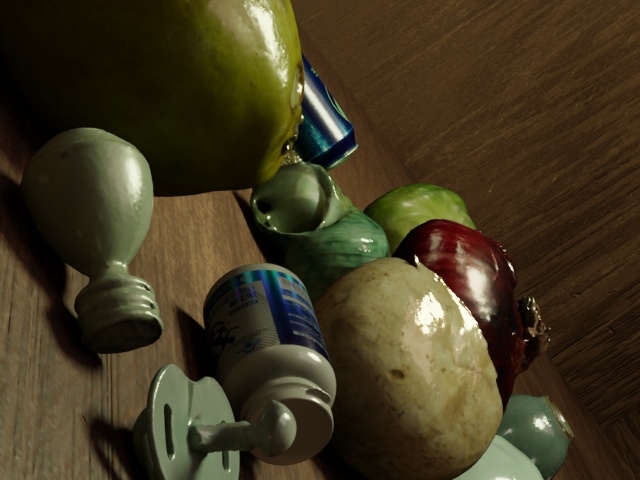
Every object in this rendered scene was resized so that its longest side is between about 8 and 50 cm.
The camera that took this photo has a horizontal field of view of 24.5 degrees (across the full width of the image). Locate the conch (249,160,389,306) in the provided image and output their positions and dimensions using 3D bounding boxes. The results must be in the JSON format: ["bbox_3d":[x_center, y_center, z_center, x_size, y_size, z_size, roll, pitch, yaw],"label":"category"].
[{"bbox_3d":[-0.002,0.000,1.881,0.175,0.122,0.188,8,40,-24],"label":"conch"}]

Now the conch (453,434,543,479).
[{"bbox_3d":[0.220,0.331,1.963,0.185,0.121,0.221,27,14,5],"label":"conch"}]

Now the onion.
[{"bbox_3d":[0.176,0.129,1.905,0.314,0.232,0.314,6,90,-85],"label":"onion"}]

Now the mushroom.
[{"bbox_3d":[0.061,0.160,1.597,0.189,0.195,0.254,-28,91,-47],"label":"mushroom"}]

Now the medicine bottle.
[{"bbox_3d":[-0.045,0.114,1.359,0.107,0.107,0.191,49,12,-34],"label":"medicine bottle"}]

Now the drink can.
[{"bbox_3d":[-0.033,-0.208,2.388,0.205,0.118,0.118,56,10,-9],"label":"drink can"}]

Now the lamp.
[{"bbox_3d":[-0.177,-0.004,1.168,0.106,0.106,0.193,41,28,-56],"label":"lamp"}]

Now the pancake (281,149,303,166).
[{"bbox_3d":[-0.050,-0.093,2.175,0.254,0.037,0.253,54,10,-15],"label":"pancake"}]

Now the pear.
[{"bbox_3d":[-0.156,-0.177,1.374,0.321,0.269,0.269,37,12,-4],"label":"pear"}]

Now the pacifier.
[{"bbox_3d":[-0.073,0.154,1.105,0.150,0.116,0.127,45,40,-61],"label":"pacifier"}]

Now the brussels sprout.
[{"bbox_3d":[0.163,0.026,2.356,0.244,0.244,0.244,54,11,-15],"label":"brussels sprout"}]

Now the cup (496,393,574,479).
[{"bbox_3d":[0.305,0.310,2.260,0.199,0.150,0.199,54,11,-15],"label":"cup"}]
